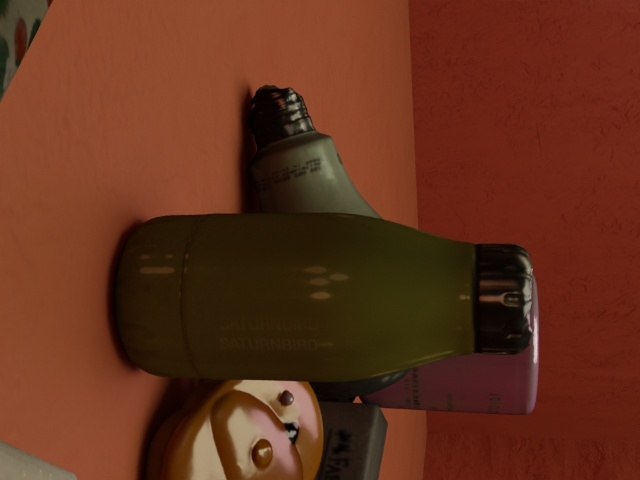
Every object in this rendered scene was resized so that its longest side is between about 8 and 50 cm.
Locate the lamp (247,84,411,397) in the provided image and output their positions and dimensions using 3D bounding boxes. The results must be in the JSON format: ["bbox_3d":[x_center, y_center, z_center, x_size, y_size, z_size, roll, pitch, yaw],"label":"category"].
[{"bbox_3d":[0.012,0.006,0.817,0.182,0.182,0.314,-64,147,-65],"label":"lamp"}]

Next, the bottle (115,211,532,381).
[{"bbox_3d":[0.004,0.037,0.545,0.112,0.260,0.112,0,90,-79],"label":"bottle"}]

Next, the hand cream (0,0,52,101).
[{"bbox_3d":[-0.142,-0.118,0.353,0.095,0.059,0.276,81,10,-47],"label":"hand cream"}]

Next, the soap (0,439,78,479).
[{"bbox_3d":[-0.152,0.121,0.275,0.183,0.064,0.121,69,21,-62],"label":"soap"}]

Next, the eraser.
[{"bbox_3d":[-0.004,0.278,0.890,0.352,0.111,0.077,-68,153,-61],"label":"eraser"}]

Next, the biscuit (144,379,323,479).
[{"bbox_3d":[-0.049,0.174,0.628,0.170,0.050,0.170,3,86,-50],"label":"biscuit"}]

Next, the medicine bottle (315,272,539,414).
[{"bbox_3d":[0.117,0.120,1.026,0.178,0.291,0.178,0,90,-78],"label":"medicine bottle"}]
